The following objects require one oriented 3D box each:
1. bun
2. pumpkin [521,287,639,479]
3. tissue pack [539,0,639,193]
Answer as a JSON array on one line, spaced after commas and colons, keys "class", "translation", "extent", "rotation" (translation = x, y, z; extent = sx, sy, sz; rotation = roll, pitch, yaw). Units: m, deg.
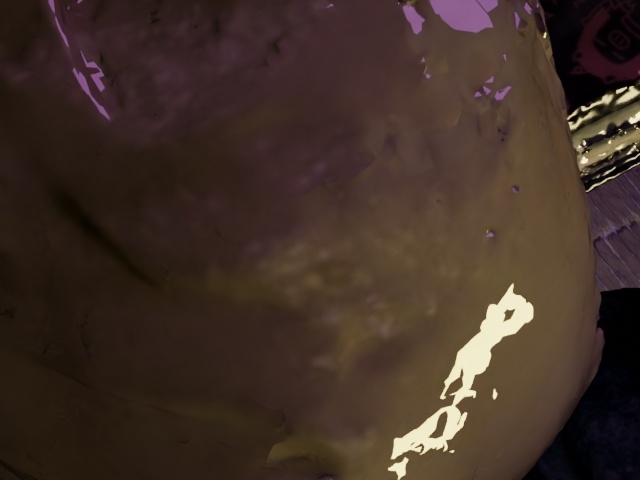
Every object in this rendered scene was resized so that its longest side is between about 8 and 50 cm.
[{"class": "bun", "translation": [-0.064, -0.046, 0.550], "extent": [0.362, 0.234, 0.326], "rotation": [63, -10, 9]}, {"class": "pumpkin", "translation": [0.176, 0.188, 0.629], "extent": [0.363, 0.363, 0.266], "rotation": [60, 8, 28]}, {"class": "tissue pack", "translation": [0.081, -0.114, 1.040], "extent": [0.245, 0.332, 0.123], "rotation": [63, -1, 36]}]
